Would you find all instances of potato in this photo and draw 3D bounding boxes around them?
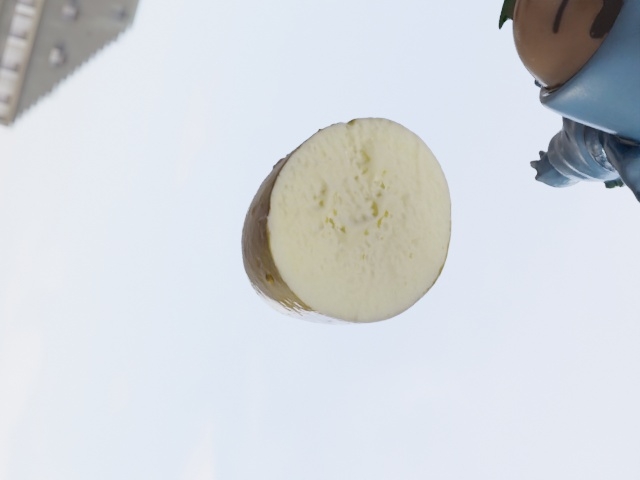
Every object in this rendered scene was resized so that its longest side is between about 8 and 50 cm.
[{"bbox_3d":[0.000,0.000,1.585,0.158,0.178,0.203,-26,-151,53],"label":"potato"}]

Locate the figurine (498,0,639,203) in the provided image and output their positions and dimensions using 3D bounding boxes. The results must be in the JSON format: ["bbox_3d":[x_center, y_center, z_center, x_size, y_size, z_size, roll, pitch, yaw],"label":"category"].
[{"bbox_3d":[0.130,-0.087,0.826,0.114,0.144,0.178,-46,168,-20],"label":"figurine"}]
